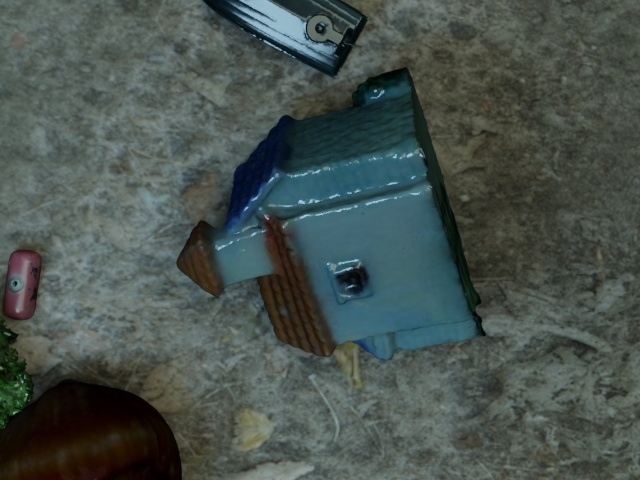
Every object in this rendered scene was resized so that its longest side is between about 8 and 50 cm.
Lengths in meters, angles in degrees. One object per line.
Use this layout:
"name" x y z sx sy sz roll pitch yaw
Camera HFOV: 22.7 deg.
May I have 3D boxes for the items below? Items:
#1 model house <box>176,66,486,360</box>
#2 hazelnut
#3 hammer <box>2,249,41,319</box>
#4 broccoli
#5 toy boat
"model house" 0.000 0.000 1.928 0.329 0.252 0.295 -17 119 5
"hazelnut" -0.268 0.262 1.835 0.229 0.229 0.229 0 89 -18
"hammer" -0.352 0.052 1.881 0.043 0.043 0.083 9 88 -18
"broccoli" -0.423 0.143 1.798 0.195 0.156 0.195 1 88 -26
"toy boat" -0.059 -0.291 1.965 0.246 0.103 0.093 28 95 -2
